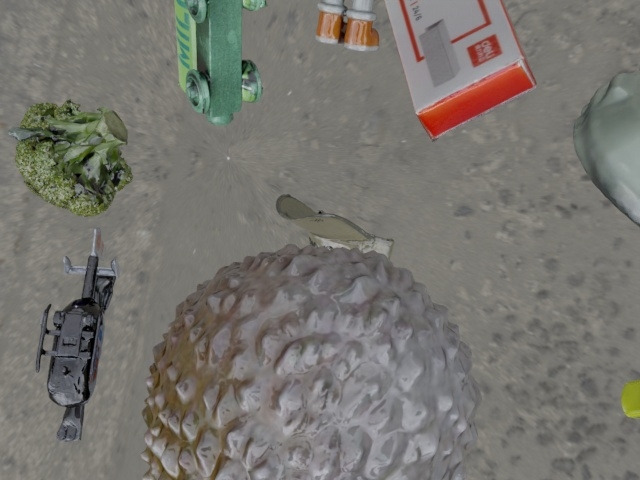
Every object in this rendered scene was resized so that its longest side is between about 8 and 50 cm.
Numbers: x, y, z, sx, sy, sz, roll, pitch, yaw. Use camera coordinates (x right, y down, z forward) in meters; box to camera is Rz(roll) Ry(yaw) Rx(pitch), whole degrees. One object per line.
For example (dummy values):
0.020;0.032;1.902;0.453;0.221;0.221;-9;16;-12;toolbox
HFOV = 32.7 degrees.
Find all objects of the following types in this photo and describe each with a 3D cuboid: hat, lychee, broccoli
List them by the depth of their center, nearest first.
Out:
-0.252;-0.089;1.126;0.120;0.130;0.131;-29;98;24;broccoli
-0.018;0.190;1.180;0.380;0.380;0.432;34;59;-6;lychee
0.000;0.000;1.527;0.175;0.147;0.085;22;92;-45;hat

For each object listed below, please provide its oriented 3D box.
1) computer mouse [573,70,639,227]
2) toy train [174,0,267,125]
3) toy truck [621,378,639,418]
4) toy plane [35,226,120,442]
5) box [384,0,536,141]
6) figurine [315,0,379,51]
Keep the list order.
0.282;0.020;0.596;0.330;0.197;0.095;33;121;8;computer mouse
-0.145;-0.280;1.408;0.105;0.157;0.253;-18;136;-22;toy train
0.481;0.233;1.548;0.111;0.077;0.076;19;66;-30;toy truck
-0.214;0.074;0.974;0.053;0.078;0.197;2;62;1;toy plane
0.138;-0.220;1.139;0.122;0.229;0.050;-25;137;17;box
0.039;-0.294;0.902;0.143;0.143;0.271;-2;122;-5;figurine
